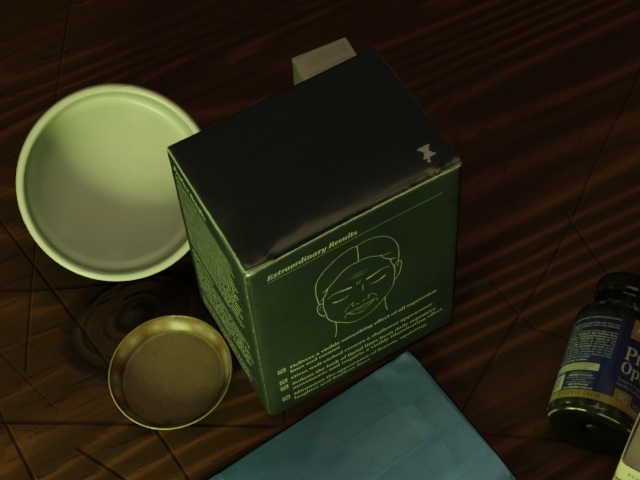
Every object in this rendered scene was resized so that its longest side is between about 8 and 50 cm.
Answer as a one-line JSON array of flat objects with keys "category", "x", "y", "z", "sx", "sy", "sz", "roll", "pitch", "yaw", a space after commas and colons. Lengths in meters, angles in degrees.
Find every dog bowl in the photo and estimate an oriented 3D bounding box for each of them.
[{"category": "dog bowl", "x": -0.278, "y": -0.079, "z": 2.005, "sx": 0.265, "sy": 0.104, "sz": 0.264, "roll": 0, "pitch": 92, "yaw": -9}]

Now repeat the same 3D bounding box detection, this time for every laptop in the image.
[{"category": "laptop", "x": 0.078, "y": 0.333, "z": 1.774, "sx": 0.382, "sy": 0.408, "sz": 0.236, "roll": -32, "pitch": 96, "yaw": -15}]

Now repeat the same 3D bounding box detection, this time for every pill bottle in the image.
[{"category": "pill bottle", "x": 0.380, "y": 0.156, "z": 1.921, "sx": 0.123, "sy": 0.123, "sz": 0.219, "roll": 16, "pitch": 62, "yaw": 12}]

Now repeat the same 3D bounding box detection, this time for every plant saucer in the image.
[{"category": "plant saucer", "x": -0.200, "y": 0.181, "z": 1.987, "sx": 0.168, "sy": 0.029, "sz": 0.168, "roll": -3, "pitch": 60, "yaw": 5}]

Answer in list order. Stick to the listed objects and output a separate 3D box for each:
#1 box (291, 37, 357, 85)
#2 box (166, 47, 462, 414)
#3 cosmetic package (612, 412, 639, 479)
[{"category": "box", "x": 0.036, "y": -0.182, "z": 2.139, "sx": 0.091, "sy": 0.130, "sz": 0.170, "roll": -23, "pitch": 61, "yaw": -11}, {"category": "box", "x": 0.000, "y": 0.000, "z": 1.877, "sx": 0.294, "sy": 0.395, "sz": 0.212, "roll": -27, "pitch": 62, "yaw": -13}, {"category": "cosmetic package", "x": 0.419, "y": 0.297, "z": 1.732, "sx": 0.153, "sy": 0.296, "sz": 0.129, "roll": 23, "pitch": 62, "yaw": 16}]
